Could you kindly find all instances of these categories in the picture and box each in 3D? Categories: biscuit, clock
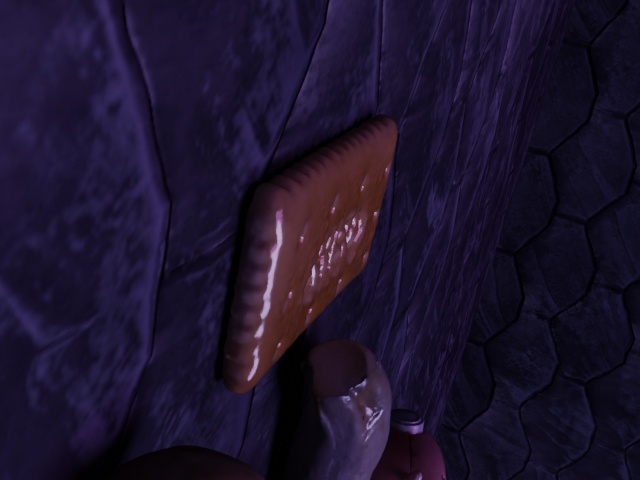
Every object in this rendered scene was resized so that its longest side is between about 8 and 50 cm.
[{"bbox_3d":[0.001,0.000,0.612,0.249,0.030,0.160,-40,145,-60],"label":"biscuit"},{"bbox_3d":[0.085,0.323,0.963,0.227,0.142,0.241,-122,-136,-78],"label":"clock"}]

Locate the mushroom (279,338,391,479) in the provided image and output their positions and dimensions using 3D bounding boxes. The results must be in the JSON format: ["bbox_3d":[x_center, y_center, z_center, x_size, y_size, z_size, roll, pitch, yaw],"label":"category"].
[{"bbox_3d":[0.003,0.232,0.773,0.122,0.095,0.351,-41,147,-50],"label":"mushroom"}]

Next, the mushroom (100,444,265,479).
[{"bbox_3d":[-0.096,0.275,0.457,0.159,0.122,0.329,-58,161,-63],"label":"mushroom"}]
